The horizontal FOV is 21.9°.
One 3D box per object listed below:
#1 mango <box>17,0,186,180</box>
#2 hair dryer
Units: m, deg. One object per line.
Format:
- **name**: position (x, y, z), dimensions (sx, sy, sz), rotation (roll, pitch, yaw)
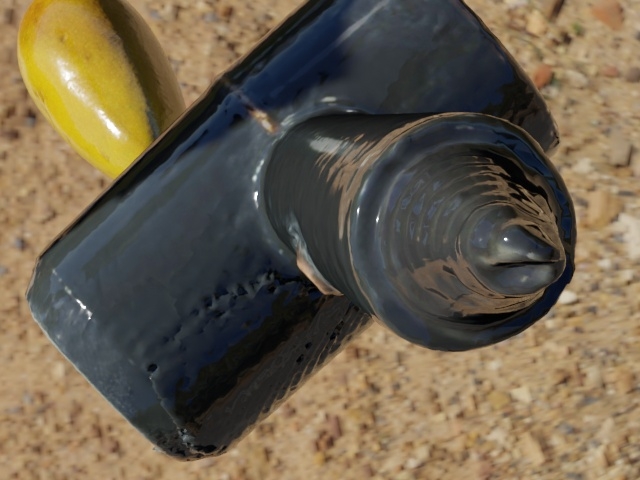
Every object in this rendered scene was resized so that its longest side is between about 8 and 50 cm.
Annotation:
- **mango**: position (-0.176, -0.128, 1.342), dimensions (0.113, 0.138, 0.253), rotation (-24, 41, -11)
- **hair dryer**: position (0.000, 0.000, 0.482), dimensions (0.189, 0.352, 0.107), rotation (-43, 98, -2)
